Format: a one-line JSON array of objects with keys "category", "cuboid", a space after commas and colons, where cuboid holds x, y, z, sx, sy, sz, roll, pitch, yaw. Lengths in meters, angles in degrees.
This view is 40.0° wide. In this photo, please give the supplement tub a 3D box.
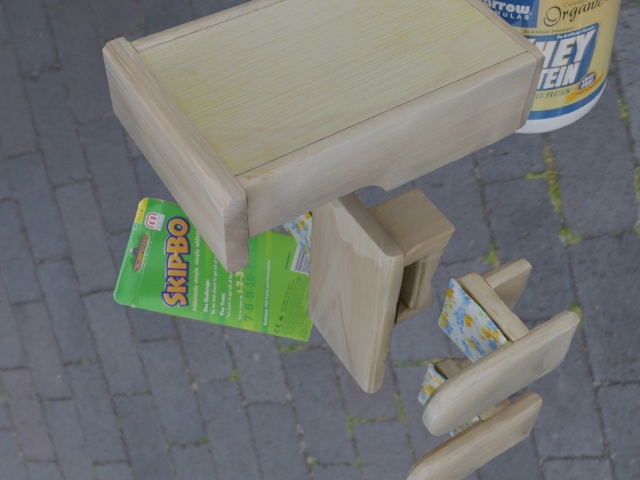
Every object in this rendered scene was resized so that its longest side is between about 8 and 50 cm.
[{"category": "supplement tub", "cuboid": [0.174, -0.205, 0.724, 0.144, 0.144, 0.200, 23, 145, 25]}]

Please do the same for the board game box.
[{"category": "board game box", "cuboid": [-0.111, 0.036, 1.036, 0.039, 0.259, 0.124, 17, 92, 56]}]

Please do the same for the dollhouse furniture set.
[{"category": "dollhouse furniture set", "cuboid": [0.000, 0.000, 0.736, 0.362, 0.256, 0.394, 52, 155, 31]}]
